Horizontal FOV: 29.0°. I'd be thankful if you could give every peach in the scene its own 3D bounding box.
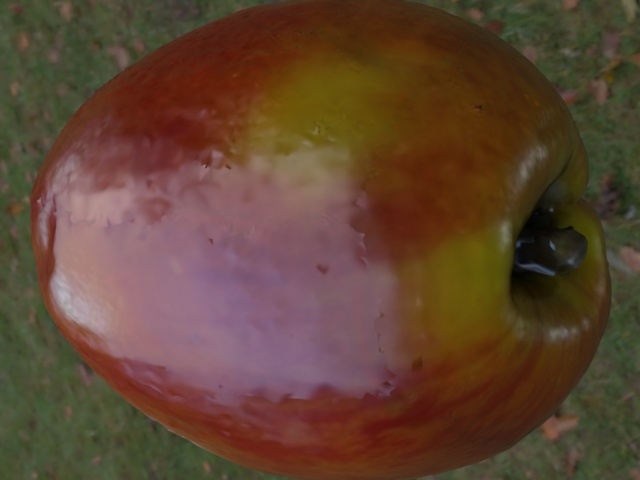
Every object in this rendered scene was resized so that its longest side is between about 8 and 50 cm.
[{"bbox_3d":[0.000,0.000,0.618,0.281,0.281,0.238,7,108,52],"label":"peach"}]
